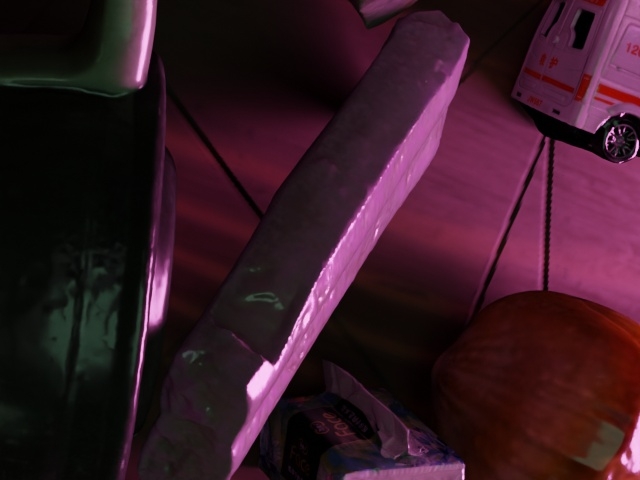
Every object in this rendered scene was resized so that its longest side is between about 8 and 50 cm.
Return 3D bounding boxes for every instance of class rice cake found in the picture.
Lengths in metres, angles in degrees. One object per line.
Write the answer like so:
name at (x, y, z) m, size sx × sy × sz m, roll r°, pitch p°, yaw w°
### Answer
rice cake at (0.000, 0.000, 0.984) m, size 0.298 × 0.050 × 0.106 m, roll -57°, pitch 169°, yaw -39°

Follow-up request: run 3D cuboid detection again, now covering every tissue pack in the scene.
tissue pack at (0.024, 0.124, 1.119) m, size 0.085 × 0.111 × 0.079 m, roll -3°, pitch 110°, yaw -24°

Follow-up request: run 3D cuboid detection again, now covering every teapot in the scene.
teapot at (-0.187, -0.008, 0.881) m, size 0.239 × 0.239 × 0.321 m, roll 6°, pitch 147°, yaw -11°

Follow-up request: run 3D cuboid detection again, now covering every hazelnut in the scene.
hazelnut at (0.142, 0.107, 1.165) m, size 0.150 × 0.150 × 0.150 m, roll -9°, pitch 113°, yaw -21°

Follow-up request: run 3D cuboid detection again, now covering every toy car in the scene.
toy car at (0.225, -0.087, 1.139) m, size 0.210 × 0.089 × 0.108 m, roll 18°, pitch 97°, yaw -26°

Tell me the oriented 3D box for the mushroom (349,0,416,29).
mushroom at (0.094, -0.200, 1.040) m, size 0.223 × 0.081 × 0.092 m, roll -32°, pitch 117°, yaw -11°
